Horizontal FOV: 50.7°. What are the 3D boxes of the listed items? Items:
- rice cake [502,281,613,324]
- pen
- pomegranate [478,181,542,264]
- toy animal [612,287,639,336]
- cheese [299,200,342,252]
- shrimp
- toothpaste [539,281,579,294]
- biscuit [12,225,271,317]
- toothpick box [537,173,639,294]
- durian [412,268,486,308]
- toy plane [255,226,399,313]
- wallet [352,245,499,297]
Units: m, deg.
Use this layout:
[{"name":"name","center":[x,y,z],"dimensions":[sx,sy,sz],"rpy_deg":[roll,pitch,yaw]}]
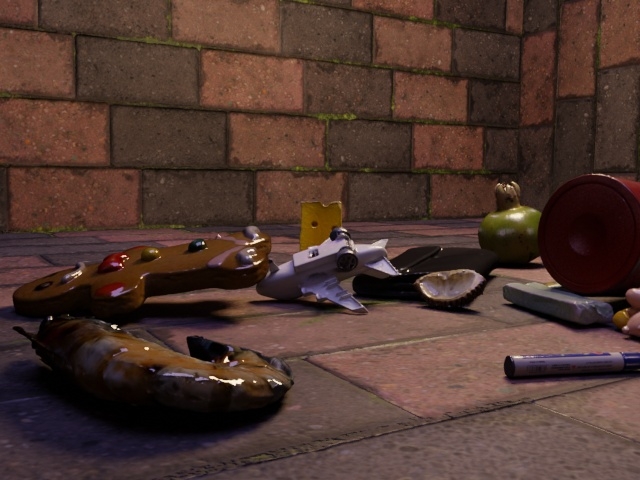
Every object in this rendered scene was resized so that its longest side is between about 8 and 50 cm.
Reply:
[{"name":"rice cake","center":[0.393,0.103,1.125],"dimensions":[0.080,0.042,0.222],"rpy_deg":[4,4,-14]},{"name":"pen","center":[0.312,0.143,0.790],"dimensions":[0.204,0.025,0.025],"rpy_deg":[-1,6,-11]},{"name":"pomegranate","center":[0.484,-0.032,1.742],"dimensions":[0.179,0.210,0.179],"rpy_deg":[-40,1,1]},{"name":"toy animal","center":[0.474,0.097,0.985],"dimensions":[0.091,0.082,0.114],"rpy_deg":[4,7,39]},{"name":"cheese","center":[0.000,0.000,1.466],"dimensions":[0.093,0.171,0.126],"rpy_deg":[0,6,1]},{"name":"shrimp","center":[-0.182,0.128,0.745],"dimensions":[0.233,0.071,0.365],"rpy_deg":[8,-2,-45]},{"name":"toothpaste","center":[0.507,0.091,1.315],"dimensions":[0.204,0.031,0.049],"rpy_deg":[-2,6,-2]},{"name":"biscuit","center":[-0.297,0.047,1.123],"dimensions":[0.432,0.064,0.283],"rpy_deg":[-9,15,-2]},{"name":"toothpick box","center":[0.573,0.000,1.198],"dimensions":[0.333,0.204,0.204],"rpy_deg":[5,2,-35]},{"name":"durian","center":[0.221,0.086,1.164],"dimensions":[0.130,0.066,0.052],"rpy_deg":[-7,1,26]},{"name":"toy plane","center":[0.005,0.047,1.208],"dimensions":[0.255,0.101,0.251],"rpy_deg":[-12,31,1]},{"name":"wallet","center":[0.236,0.061,1.416],"dimensions":[0.228,0.062,0.406],"rpy_deg":[3,6,21]}]
